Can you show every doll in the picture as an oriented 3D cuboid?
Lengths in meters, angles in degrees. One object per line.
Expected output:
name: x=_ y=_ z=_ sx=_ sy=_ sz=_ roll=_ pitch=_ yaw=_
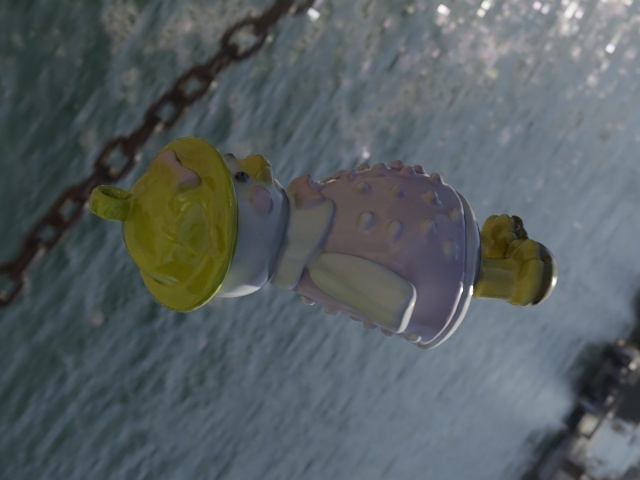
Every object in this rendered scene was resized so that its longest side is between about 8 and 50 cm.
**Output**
doll: x=0.000 y=0.000 z=0.619 sx=0.129 sy=0.207 sz=0.081 roll=-121 pitch=-135 yaw=-59
